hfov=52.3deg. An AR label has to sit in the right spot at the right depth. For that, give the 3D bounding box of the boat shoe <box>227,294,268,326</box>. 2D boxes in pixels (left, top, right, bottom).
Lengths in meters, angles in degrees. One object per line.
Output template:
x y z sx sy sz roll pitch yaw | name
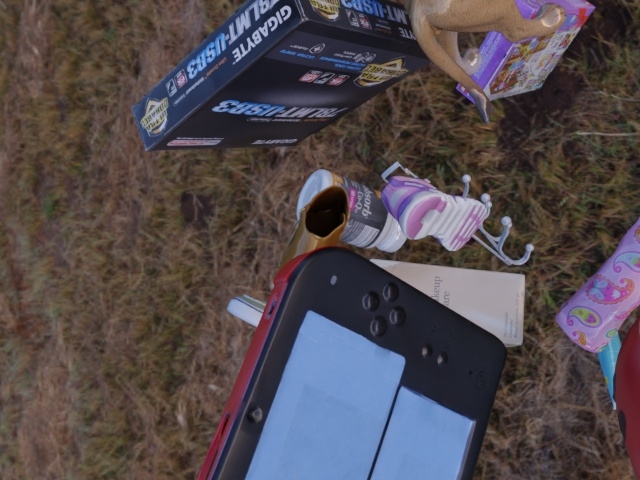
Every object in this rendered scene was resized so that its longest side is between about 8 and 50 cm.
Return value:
-0.058 0.174 1.443 0.109 0.302 0.094 1 68 68 | boat shoe

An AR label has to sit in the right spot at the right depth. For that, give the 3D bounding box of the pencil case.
0.575 0.081 1.232 0.124 0.124 0.284 51 120 35 | pencil case

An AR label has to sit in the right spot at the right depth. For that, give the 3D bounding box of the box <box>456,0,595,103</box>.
0.411 -0.385 1.293 0.057 0.293 0.201 46 131 21 | box

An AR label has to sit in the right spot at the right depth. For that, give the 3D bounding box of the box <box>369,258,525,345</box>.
0.240 0.128 1.318 0.121 0.311 0.148 98 177 -79 | box

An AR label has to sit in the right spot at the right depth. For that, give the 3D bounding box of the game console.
0.045 0.232 0.699 0.060 0.342 0.386 -7 58 60 | game console

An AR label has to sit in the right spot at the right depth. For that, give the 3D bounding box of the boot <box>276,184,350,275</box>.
-0.001 0.000 1.045 0.104 0.295 0.211 21 119 -1 | boot

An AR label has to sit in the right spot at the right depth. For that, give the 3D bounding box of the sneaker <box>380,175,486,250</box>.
0.180 -0.052 1.051 0.104 0.236 0.095 42 108 36 | sneaker

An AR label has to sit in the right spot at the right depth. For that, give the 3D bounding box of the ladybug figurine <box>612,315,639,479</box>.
0.537 0.262 0.927 0.305 0.449 0.162 45 123 -12 | ladybug figurine

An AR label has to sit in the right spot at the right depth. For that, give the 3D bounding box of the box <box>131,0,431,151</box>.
-0.038 -0.207 0.835 0.293 0.295 0.073 -28 79 37 | box

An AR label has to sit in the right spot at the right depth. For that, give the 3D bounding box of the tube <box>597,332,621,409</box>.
0.603 0.244 1.347 0.052 0.080 0.207 -44 47 54 | tube

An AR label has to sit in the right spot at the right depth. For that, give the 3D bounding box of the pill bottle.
0.090 -0.070 1.720 0.162 0.278 0.162 -45 36 45 | pill bottle

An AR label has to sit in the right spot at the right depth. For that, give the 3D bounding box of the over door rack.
0.331 -0.080 1.534 0.108 0.324 0.239 -59 27 21 | over door rack

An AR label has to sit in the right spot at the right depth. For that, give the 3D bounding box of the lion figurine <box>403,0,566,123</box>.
0.165 -0.322 0.635 0.142 0.240 0.392 24 105 42 | lion figurine
